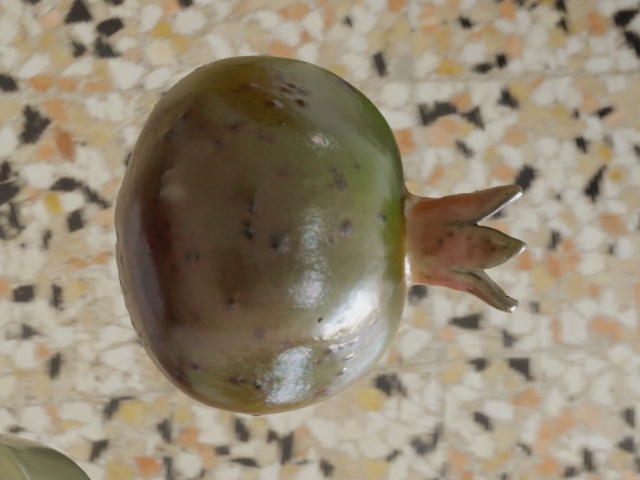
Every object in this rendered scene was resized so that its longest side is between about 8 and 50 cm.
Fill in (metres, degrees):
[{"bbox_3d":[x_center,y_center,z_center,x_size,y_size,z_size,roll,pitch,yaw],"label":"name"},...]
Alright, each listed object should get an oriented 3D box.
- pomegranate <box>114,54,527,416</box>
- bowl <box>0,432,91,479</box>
[{"bbox_3d":[-0.012,-0.018,1.455,0.323,0.291,0.290,-19,94,-6],"label":"pomegranate"},{"bbox_3d":[-0.228,0.225,0.810,0.163,0.307,0.307,22,78,-40],"label":"bowl"}]
